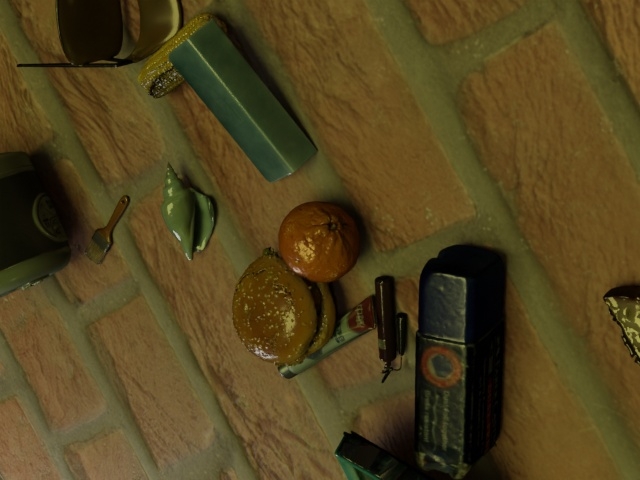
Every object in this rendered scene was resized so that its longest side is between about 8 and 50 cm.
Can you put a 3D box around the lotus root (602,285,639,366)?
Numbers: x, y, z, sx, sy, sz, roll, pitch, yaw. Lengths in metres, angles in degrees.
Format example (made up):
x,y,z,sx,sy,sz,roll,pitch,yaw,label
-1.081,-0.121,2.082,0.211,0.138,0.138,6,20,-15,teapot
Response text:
x,y,z,sx,sy,sz,roll,pitch,yaw,label
0.513,0.160,1.461,0.170,0.074,0.260,-26,89,36,lotus root

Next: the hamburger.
x,y,z,sx,sy,sz,roll,pitch,yaw,label
-0.069,0.118,1.786,0.191,0.118,0.182,-54,55,35,hamburger

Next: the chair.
x,y,z,sx,sy,sz,roll,pitch,yaw,label
-0.379,-0.376,1.819,0.247,0.172,0.158,10,110,38,chair

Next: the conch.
x,y,z,sx,sy,sz,roll,pitch,yaw,label
-0.234,-0.054,1.895,0.065,0.088,0.180,-139,31,-70,conch

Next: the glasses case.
x,y,z,sx,sy,sz,roll,pitch,yaw,label
-0.131,-0.212,1.725,0.105,0.056,0.266,-31,104,36,glasses case

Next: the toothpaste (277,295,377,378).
x,y,z,sx,sy,sz,roll,pitch,yaw,label
0.013,0.168,1.811,0.239,0.039,0.062,-37,46,38,toothpaste

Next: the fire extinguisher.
x,y,z,sx,sy,sz,roll,pitch,yaw,label
0.114,0.142,1.747,0.049,0.035,0.173,-5,107,-5,fire extinguisher

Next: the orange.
x,y,z,sx,sy,sz,roll,pitch,yaw,label
0.002,0.001,1.704,0.117,0.135,0.135,-20,95,48,orange

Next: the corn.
x,y,z,sx,sy,sz,roll,pitch,yaw,label
-0.230,-0.304,1.794,0.203,0.072,0.072,-31,88,37,corn

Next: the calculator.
x,y,z,sx,sy,sz,roll,pitch,yaw,label
0.148,0.410,1.716,0.274,0.058,0.248,28,163,19,calculator

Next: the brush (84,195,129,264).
x,y,z,sx,sy,sz,roll,pitch,yaw,label
-0.397,-0.023,2.035,0.043,0.014,0.170,44,124,11,brush

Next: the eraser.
x,y,z,sx,sy,sz,roll,pitch,yaw,label
0.210,0.180,1.621,0.101,0.155,0.332,10,110,28,eraser

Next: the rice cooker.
x,y,z,sx,sy,sz,roll,pitch,yaw,label
-0.633,-0.024,2.037,0.288,0.288,0.277,-23,92,37,rice cooker
